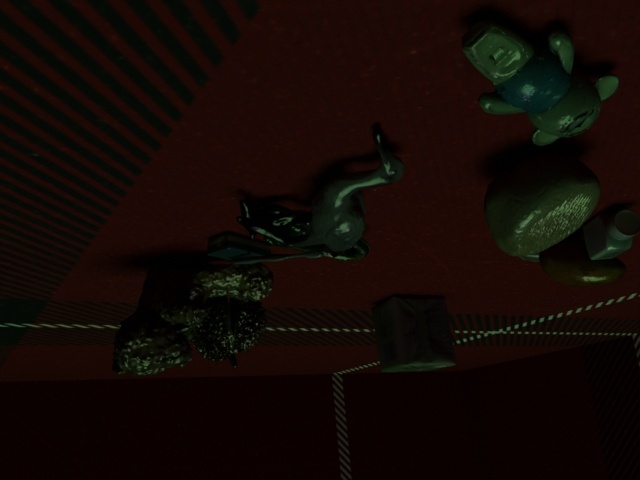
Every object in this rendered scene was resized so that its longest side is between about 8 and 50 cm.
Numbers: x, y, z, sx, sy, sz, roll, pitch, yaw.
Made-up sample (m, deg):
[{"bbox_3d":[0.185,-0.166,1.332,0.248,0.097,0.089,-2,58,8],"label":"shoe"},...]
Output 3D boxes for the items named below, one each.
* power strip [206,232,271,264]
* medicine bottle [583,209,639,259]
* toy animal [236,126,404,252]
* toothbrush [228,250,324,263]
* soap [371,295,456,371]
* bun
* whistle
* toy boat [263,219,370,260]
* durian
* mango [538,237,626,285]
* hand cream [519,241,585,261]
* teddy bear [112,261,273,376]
[{"bbox_3d":[-0.147,0.017,1.220,0.056,0.032,0.123,-16,160,33],"label":"power strip"},{"bbox_3d":[0.550,-0.014,1.247,0.055,0.074,0.118,-3,161,-5],"label":"medicine bottle"},{"bbox_3d":[0.022,-0.046,0.974,0.324,0.090,0.195,-22,147,39],"label":"toy animal"},{"bbox_3d":[-0.081,0.031,1.170,0.193,0.013,0.019,-6,173,26],"label":"toothbrush"},{"bbox_3d":[0.259,0.261,1.839,0.182,0.199,0.138,3,158,-28],"label":"soap"},{"bbox_3d":[0.311,-0.061,0.969,0.166,0.113,0.173,4,138,-41],"label":"bun"},{"bbox_3d":[0.228,-0.163,0.691,0.235,0.077,0.114,17,133,-43],"label":"whistle"},{"bbox_3d":[0.000,0.000,1.173,0.210,0.052,0.104,14,152,-37],"label":"toy boat"},{"bbox_3d":[-0.214,0.194,1.505,0.196,0.196,0.167,-1,167,-12],"label":"durian"},{"bbox_3d":[0.526,0.049,1.348,0.115,0.089,0.165,-10,-156,-33],"label":"mango"},{"bbox_3d":[0.525,0.031,1.452,0.174,0.047,0.076,-5,165,31],"label":"hand cream"},{"bbox_3d":[-0.248,0.153,1.294,0.296,0.223,0.246,4,166,-20],"label":"teddy bear"}]
